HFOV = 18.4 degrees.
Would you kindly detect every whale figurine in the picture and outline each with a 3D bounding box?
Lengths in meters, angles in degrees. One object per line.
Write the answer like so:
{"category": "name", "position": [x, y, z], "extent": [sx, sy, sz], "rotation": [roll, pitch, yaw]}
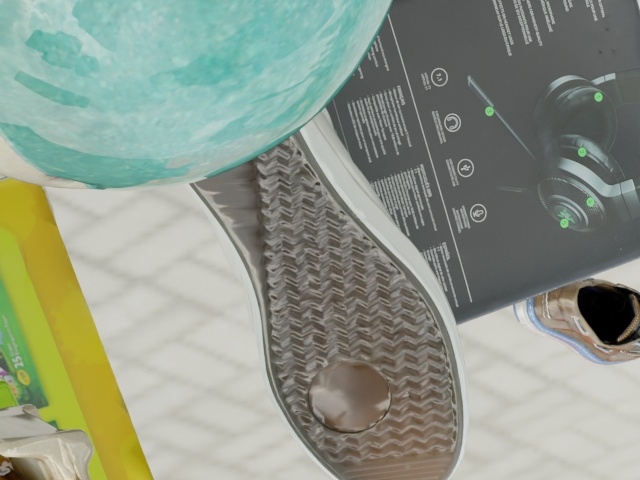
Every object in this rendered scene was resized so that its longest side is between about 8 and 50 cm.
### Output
{"category": "whale figurine", "position": [-0.041, -0.149, 0.563], "extent": [0.141, 0.272, 0.216], "rotation": [3, 173, 23]}

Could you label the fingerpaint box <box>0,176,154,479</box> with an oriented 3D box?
{"category": "fingerpaint box", "position": [-0.245, 0.235, 0.944], "extent": [0.371, 0.445, 0.163], "rotation": [-18, 169, -29]}

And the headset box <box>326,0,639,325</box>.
{"category": "headset box", "position": [0.115, -0.082, 1.434], "extent": [0.283, 0.246, 0.131], "rotation": [-20, -173, -20]}

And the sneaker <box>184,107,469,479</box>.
{"category": "sneaker", "position": [0.000, 0.000, 1.051], "extent": [0.106, 0.123, 0.290], "rotation": [-23, 107, 8]}

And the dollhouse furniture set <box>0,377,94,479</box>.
{"category": "dollhouse furniture set", "position": [-0.081, 0.077, 0.442], "extent": [0.058, 0.076, 0.151], "rotation": [-26, -170, -17]}

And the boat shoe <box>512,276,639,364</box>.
{"category": "boat shoe", "position": [0.236, 0.067, 1.614], "extent": [0.066, 0.066, 0.183], "rotation": [1, 172, 44]}
